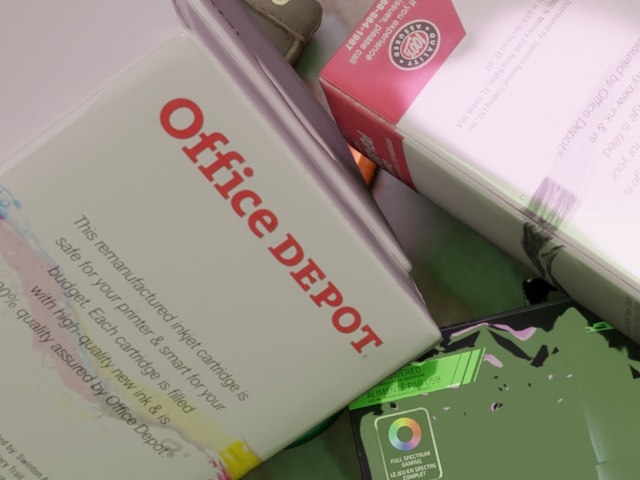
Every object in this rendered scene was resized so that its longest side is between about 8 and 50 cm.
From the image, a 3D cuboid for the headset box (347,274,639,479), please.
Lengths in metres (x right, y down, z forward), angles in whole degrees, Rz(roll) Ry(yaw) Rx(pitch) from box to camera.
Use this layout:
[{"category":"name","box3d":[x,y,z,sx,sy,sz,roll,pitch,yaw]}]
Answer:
[{"category":"headset box","box3d":[0.156,0.149,0.853,0.246,0.131,0.283,-13,77,4]}]

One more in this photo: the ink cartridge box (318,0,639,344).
[{"category":"ink cartridge box","box3d":[0.135,-0.058,0.793,0.218,0.092,0.158,35,81,19]}]

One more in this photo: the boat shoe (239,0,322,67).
[{"category":"boat shoe","box3d":[-0.133,-0.182,0.970,0.305,0.109,0.091,42,86,7]}]

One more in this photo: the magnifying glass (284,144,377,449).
[{"category":"magnifying glass","box3d":[0.000,0.000,0.956,0.092,0.026,0.231,19,83,16]}]

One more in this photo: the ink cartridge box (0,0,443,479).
[{"category":"ink cartridge box","box3d":[-0.123,0.008,0.827,0.270,0.198,0.197,-35,33,8]}]
